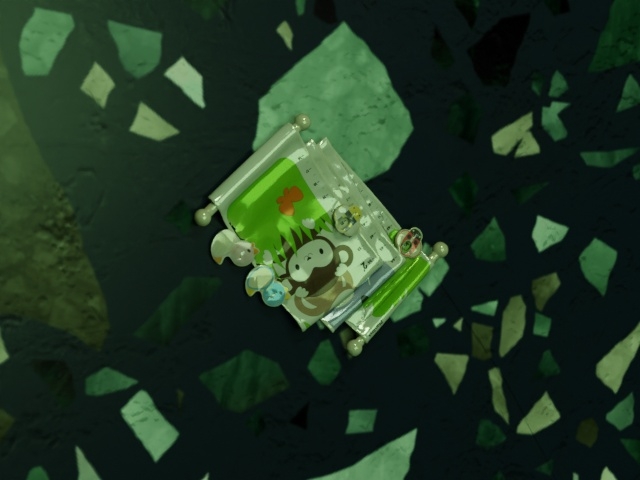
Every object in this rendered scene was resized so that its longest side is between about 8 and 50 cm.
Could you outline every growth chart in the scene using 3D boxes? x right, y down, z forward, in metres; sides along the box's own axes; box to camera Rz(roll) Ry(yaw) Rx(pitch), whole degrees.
[{"bbox_3d":[0.000,0.000,1.544,0.237,0.021,0.172,44,74,-25],"label":"growth chart"}]
